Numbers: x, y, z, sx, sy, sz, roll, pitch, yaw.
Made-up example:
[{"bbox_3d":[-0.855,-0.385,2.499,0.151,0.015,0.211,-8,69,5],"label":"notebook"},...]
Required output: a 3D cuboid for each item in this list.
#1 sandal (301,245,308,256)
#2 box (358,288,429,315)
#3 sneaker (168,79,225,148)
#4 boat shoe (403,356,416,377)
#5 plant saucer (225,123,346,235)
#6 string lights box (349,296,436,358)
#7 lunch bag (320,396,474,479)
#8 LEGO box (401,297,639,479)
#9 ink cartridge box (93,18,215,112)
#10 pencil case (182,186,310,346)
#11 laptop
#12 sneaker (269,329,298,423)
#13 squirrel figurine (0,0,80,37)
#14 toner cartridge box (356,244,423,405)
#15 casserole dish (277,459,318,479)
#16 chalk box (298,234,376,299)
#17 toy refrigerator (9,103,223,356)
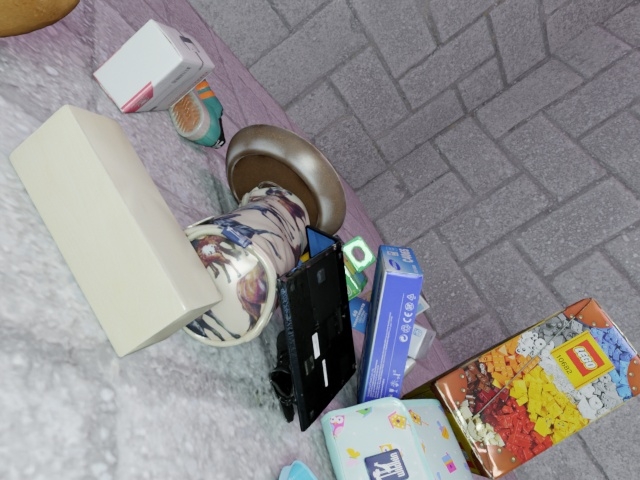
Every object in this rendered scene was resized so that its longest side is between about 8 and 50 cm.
[{"bbox_3d":[0.000,-0.001,1.304,0.446,0.107,0.167,29,30,-52],"label":"sandal"},{"bbox_3d":[0.220,0.202,1.416,0.114,0.203,0.103,47,15,-26],"label":"box"},{"bbox_3d":[-0.313,-0.349,1.092,0.121,0.108,0.302,31,35,-63],"label":"sneaker"},{"bbox_3d":[0.173,0.321,1.092,0.063,0.066,0.184,48,-30,21],"label":"boat shoe"},{"bbox_3d":[-0.092,-0.104,0.981,0.310,0.310,0.050,51,51,-18],"label":"plant saucer"},{"bbox_3d":[0.148,0.207,1.126,0.259,0.077,0.133,21,-4,28],"label":"string lights box"},{"bbox_3d":[0.128,0.389,0.739,0.262,0.160,0.223,20,38,-39],"label":"lunch bag"},{"bbox_3d":[0.426,0.356,1.053,0.193,0.372,0.500,61,-8,21],"label":"LEGO box"},{"bbox_3d":[-0.322,-0.342,0.899,0.092,0.158,0.218,53,13,-11],"label":"ink cartridge box"},{"bbox_3d":[-0.121,0.008,0.760,0.183,0.160,0.410,60,12,-10],"label":"pencil case"},{"bbox_3d":[-0.024,0.119,0.729,0.264,0.136,0.234,-30,117,-54],"label":"laptop"},{"bbox_3d":[-0.052,0.216,0.738,0.089,0.051,0.170,45,19,-54],"label":"sneaker"},{"bbox_3d":[-0.462,-0.403,0.466,0.397,0.281,0.370,-20,86,-62],"label":"squirrel figurine"},{"bbox_3d":[0.136,0.199,0.934,0.165,0.075,0.348,-82,179,-73],"label":"toner cartridge box"},{"bbox_3d":[-0.007,0.370,0.558,0.188,0.037,0.114,55,13,-6],"label":"casserole dish"},{"bbox_3d":[0.016,0.076,0.964,0.132,0.213,0.132,55,14,3],"label":"chalk box"},{"bbox_3d":[-0.236,-0.013,0.527,0.269,0.102,0.094,57,13,7],"label":"toy refrigerator"}]
